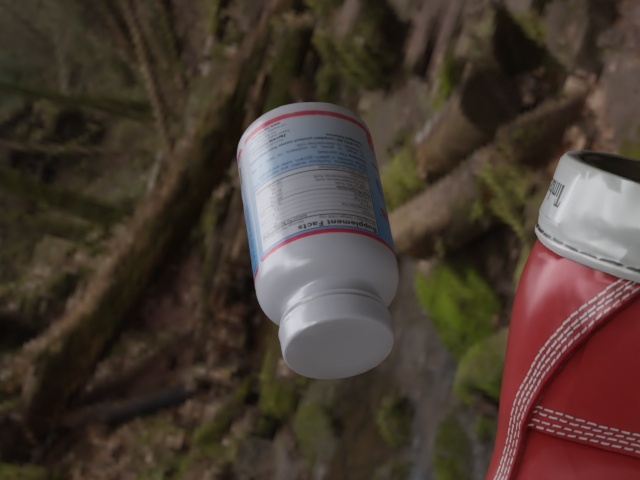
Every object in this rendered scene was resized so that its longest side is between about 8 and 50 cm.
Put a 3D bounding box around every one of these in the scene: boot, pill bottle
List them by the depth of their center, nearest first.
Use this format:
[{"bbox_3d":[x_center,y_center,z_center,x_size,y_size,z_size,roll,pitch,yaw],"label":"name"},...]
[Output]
[{"bbox_3d":[0.160,0.090,0.443,0.088,0.244,0.176,-43,-33,-77],"label":"boot"},{"bbox_3d":[0.000,0.000,0.977,0.087,0.087,0.160,122,147,-46],"label":"pill bottle"}]
